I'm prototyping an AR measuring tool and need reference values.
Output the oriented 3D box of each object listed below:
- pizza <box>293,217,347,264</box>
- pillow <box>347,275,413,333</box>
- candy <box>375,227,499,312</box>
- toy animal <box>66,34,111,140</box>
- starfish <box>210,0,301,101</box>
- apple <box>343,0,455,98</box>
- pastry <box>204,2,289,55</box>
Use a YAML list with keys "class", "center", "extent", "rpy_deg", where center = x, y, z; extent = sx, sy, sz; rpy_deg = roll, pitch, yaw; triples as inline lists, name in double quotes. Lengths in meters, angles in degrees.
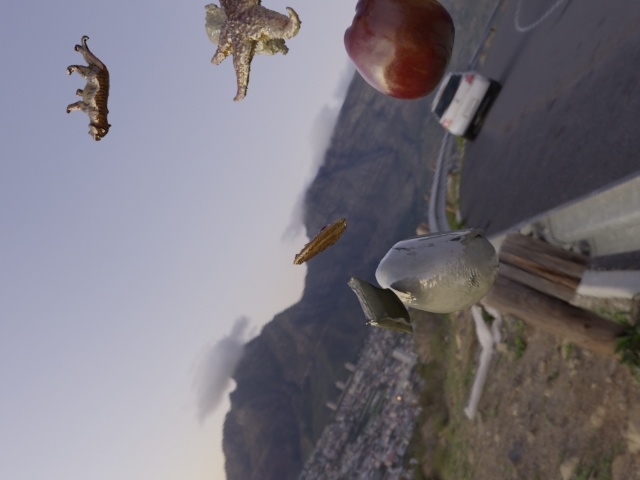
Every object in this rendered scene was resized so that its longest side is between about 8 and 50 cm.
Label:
- class: "pizza"
  center: [-0.007, 0.003, 1.053]
  extent: [0.099, 0.029, 0.100]
  rpy_deg: [-36, -11, -17]
- class: "pillow"
  center: [0.130, 0.139, 1.377]
  extent: [0.053, 0.119, 0.208]
  rpy_deg: [-41, -26, 14]
- class: "candy"
  center: [0.271, 0.074, 1.518]
  extent: [0.295, 0.296, 0.185]
  rpy_deg: [-40, -65, -79]
- class: "toy animal"
  center: [-0.526, -0.348, 1.518]
  extent: [0.056, 0.099, 0.241]
  rpy_deg: [-66, -8, -60]
- class: "starfish"
  center: [-0.157, -0.421, 1.261]
  extent: [0.060, 0.299, 0.302]
  rpy_deg: [-15, -36, -40]
- class: "apple"
  center: [0.265, -0.667, 2.203]
  extent: [0.295, 0.365, 0.328]
  rpy_deg: [127, 164, -56]
- class: "pastry"
  center: [-0.213, -0.556, 1.750]
  extent: [0.089, 0.259, 0.121]
  rpy_deg: [-56, -31, -24]
